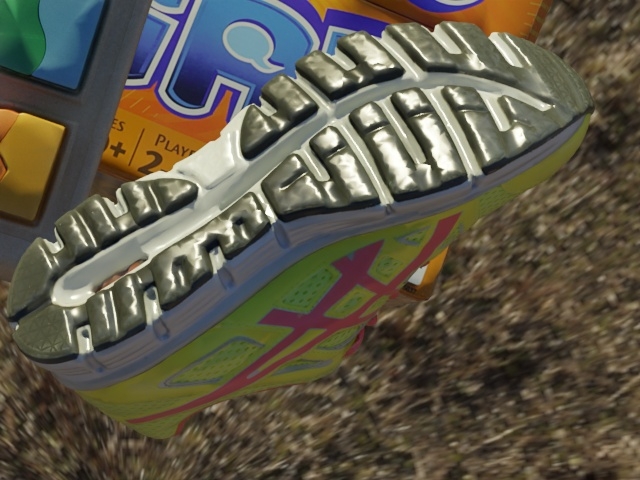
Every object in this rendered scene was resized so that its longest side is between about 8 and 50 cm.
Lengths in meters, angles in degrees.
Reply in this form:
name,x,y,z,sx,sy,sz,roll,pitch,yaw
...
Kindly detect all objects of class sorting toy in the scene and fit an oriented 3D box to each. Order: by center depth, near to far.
name,x,y,z,sx,sy,sz,roll,pitch,yaw
sorting toy,-0.208,-0.094,0.996,0.193,0.038,0.208,18,95,-6

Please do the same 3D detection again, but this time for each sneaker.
name,x,y,z,sx,sy,sz,roll,pitch,yaw
sneaker,0.000,0.000,0.623,0.208,0.094,0.081,-26,48,-1

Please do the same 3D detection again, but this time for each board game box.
name,x,y,z,sx,sy,sz,roll,pitch,yaw
board game box,-0.038,-0.176,1.398,0.356,0.356,0.356,22,85,-3
